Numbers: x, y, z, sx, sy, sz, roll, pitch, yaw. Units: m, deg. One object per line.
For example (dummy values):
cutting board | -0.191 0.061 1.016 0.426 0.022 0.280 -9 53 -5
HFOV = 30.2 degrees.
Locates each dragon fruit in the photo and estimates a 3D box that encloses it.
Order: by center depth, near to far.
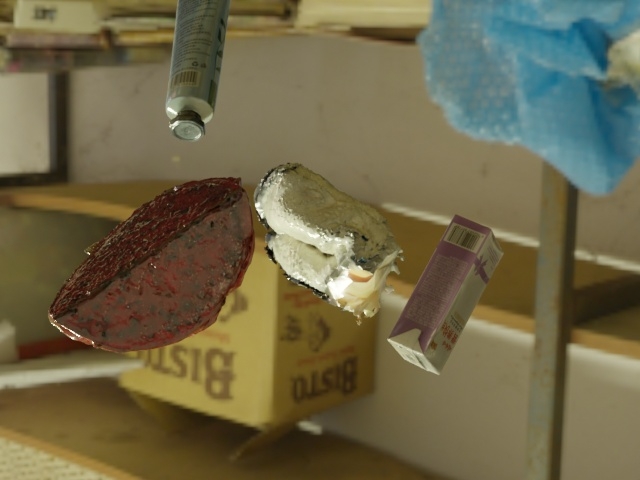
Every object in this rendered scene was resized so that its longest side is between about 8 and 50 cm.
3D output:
dragon fruit | -0.216 0.042 1.667 0.317 0.152 0.205 -35 -155 -2

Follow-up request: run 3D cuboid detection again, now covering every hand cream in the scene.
hand cream | -0.151 -0.244 1.476 0.091 0.271 0.058 -17 143 27

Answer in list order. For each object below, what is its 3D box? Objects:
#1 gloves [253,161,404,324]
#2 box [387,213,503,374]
gloves | 0.003 -0.003 1.083 0.153 0.114 0.070 35 -130 18
box | 0.099 0.043 0.930 0.036 0.117 0.050 22 167 30
